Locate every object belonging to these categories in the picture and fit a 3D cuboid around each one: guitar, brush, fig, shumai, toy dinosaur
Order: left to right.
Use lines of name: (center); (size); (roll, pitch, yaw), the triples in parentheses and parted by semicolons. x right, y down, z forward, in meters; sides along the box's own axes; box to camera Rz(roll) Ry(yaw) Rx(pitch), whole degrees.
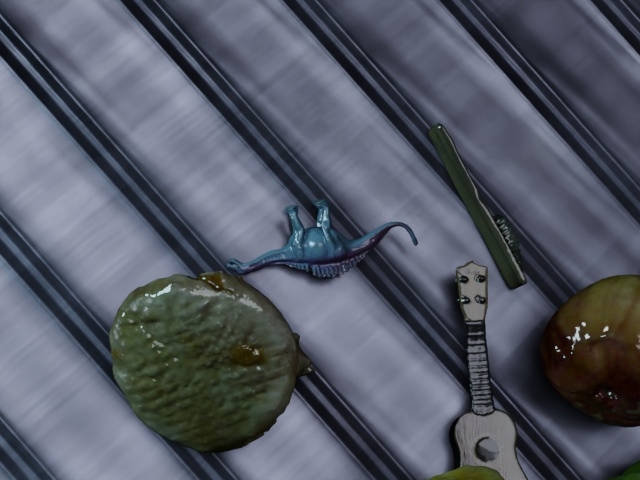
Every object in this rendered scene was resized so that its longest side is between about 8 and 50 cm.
shumai: (-0.101, 0.099, 1.665); (0.201, 0.120, 0.201); (5, 119, 8)
toy dinosaur: (0.000, 0.000, 1.741); (0.197, 0.045, 0.080); (-9, 94, -5)
guitar: (0.161, 0.157, 1.742); (0.083, 0.038, 0.271); (-3, 83, -12)
brush: (0.169, -0.039, 1.786); (0.027, 0.034, 0.190); (-27, 85, -24)
fig: (0.324, 0.074, 1.736); (0.160, 0.143, 0.231); (18, 75, 25)

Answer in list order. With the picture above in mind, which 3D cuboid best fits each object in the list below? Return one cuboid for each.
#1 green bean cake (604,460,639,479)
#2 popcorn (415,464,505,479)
green bean cake: (0.406, 0.322, 1.714); (0.222, 0.125, 0.248); (-18, 83, -14)
popcorn: (0.105, 0.356, 1.592); (0.282, 0.247, 0.282); (0, 95, -1)
